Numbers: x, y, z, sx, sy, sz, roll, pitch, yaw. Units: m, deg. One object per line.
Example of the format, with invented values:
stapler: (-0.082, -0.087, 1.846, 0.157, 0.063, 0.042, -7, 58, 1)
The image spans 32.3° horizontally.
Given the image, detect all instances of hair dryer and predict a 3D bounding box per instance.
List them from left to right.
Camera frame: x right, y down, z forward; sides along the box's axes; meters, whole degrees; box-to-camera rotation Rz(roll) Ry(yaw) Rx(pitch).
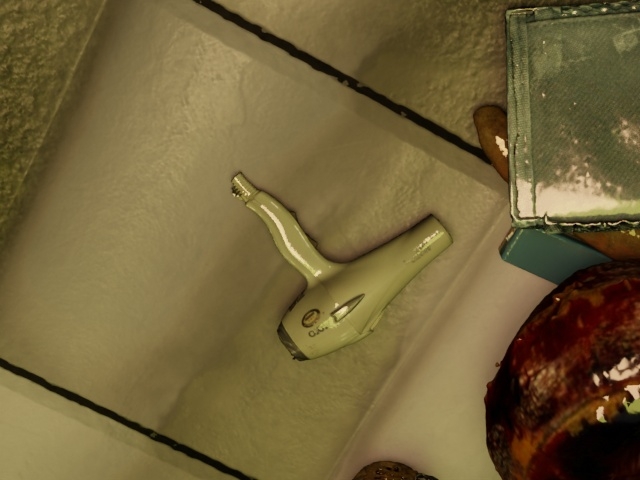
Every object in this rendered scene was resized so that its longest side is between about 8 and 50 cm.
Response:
hair dryer: (0.034, 0.003, 1.234, 0.219, 0.088, 0.225, -18, 95, 0)

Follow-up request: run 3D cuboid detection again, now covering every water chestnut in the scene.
water chestnut: (0.347, 0.191, 1.161, 0.350, 0.302, 0.350, -5, 134, -6)

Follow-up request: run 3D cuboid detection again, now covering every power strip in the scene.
power strip: (0.264, 0.017, 1.246, 0.123, 0.032, 0.056, 23, 110, -9)

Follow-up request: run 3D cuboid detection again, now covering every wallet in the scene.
wallet: (0.360, -0.127, 1.117, 0.342, 0.075, 0.237, -2, 82, 10)

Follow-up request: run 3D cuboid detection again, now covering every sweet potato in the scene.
sweet potato: (0.271, -0.050, 1.202, 0.273, 0.075, 0.075, 32, 108, -8)

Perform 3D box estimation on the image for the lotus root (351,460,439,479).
lotus root: (0.088, 0.377, 1.340, 0.123, 0.124, 0.241, -12, 112, -18)
